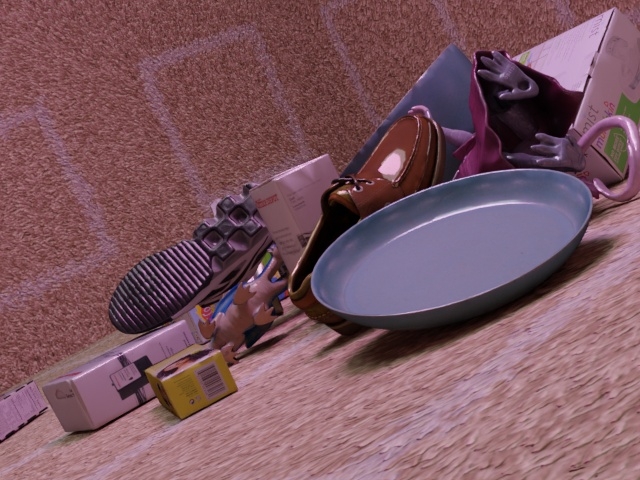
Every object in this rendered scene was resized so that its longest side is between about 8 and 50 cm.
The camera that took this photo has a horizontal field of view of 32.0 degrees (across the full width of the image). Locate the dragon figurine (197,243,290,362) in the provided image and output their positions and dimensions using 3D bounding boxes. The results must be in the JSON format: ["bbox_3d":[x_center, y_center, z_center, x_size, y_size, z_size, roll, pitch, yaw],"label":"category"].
[{"bbox_3d":[-0.119,0.116,1.680,0.289,0.085,0.144,-49,-2,14],"label":"dragon figurine"}]

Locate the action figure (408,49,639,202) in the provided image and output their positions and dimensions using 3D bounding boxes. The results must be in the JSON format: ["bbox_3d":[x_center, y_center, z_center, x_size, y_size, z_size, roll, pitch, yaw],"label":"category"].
[{"bbox_3d":[0.252,-0.101,1.545,0.275,0.248,0.370,9,-28,-2],"label":"action figure"}]

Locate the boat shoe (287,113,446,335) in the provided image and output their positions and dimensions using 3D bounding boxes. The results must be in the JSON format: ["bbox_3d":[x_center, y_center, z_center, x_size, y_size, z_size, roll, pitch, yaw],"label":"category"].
[{"bbox_3d":[0.060,-0.038,1.396,0.110,0.104,0.307,-1,61,55],"label":"boat shoe"}]

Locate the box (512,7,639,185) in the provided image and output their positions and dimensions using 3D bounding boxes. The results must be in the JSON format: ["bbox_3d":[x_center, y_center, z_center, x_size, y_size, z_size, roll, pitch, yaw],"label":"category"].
[{"bbox_3d":[0.364,-0.192,1.696,0.231,0.126,0.262,-22,34,49],"label":"box"}]

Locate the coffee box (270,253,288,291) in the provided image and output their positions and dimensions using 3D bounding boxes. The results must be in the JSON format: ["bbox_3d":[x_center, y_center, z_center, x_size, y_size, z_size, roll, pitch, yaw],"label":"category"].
[{"bbox_3d":[0.027,0.022,1.873,0.168,0.119,0.297,-26,3,-11],"label":"coffee box"}]

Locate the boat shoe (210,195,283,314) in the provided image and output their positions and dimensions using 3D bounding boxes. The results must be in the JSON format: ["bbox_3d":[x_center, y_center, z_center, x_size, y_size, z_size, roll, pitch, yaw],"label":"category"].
[{"bbox_3d":[-0.164,0.033,2.044,0.103,0.113,0.302,-25,44,-2],"label":"boat shoe"}]

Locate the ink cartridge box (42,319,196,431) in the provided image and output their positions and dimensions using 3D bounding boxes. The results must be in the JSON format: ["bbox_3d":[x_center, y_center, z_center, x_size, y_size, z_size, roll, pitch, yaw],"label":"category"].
[{"bbox_3d":[-0.305,0.211,1.730,0.208,0.087,0.153,-27,4,-31],"label":"ink cartridge box"}]

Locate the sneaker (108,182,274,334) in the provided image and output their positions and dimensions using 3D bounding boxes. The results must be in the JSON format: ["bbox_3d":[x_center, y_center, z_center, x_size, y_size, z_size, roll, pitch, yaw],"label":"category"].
[{"bbox_3d":[-0.188,0.057,1.829,0.330,0.122,0.146,-37,-29,-7],"label":"sneaker"}]

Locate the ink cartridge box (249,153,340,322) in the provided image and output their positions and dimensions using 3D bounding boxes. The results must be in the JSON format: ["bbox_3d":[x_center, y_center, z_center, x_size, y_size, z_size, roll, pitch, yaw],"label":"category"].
[{"bbox_3d":[0.000,0.000,1.574,0.092,0.219,0.160,-27,4,-17],"label":"ink cartridge box"}]

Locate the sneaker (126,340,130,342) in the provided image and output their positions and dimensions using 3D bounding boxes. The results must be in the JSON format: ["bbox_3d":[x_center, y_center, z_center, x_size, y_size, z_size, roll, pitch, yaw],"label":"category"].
[{"bbox_3d":[-0.314,0.218,2.054,0.071,0.066,0.188,-10,5,-14],"label":"sneaker"}]

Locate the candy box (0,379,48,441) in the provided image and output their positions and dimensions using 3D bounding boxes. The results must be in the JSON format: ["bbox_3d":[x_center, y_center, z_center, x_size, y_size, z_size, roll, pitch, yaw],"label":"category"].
[{"bbox_3d":[-0.658,0.362,2.177,0.159,0.071,0.233,-26,3,16],"label":"candy box"}]

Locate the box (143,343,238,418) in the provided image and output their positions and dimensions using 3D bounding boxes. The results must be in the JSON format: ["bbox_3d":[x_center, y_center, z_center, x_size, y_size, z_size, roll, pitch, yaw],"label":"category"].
[{"bbox_3d":[-0.175,0.183,1.481,0.087,0.058,0.232,-27,3,-15],"label":"box"}]

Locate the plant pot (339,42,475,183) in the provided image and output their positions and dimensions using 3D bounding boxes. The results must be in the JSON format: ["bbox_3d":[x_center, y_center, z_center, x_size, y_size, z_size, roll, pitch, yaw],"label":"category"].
[{"bbox_3d":[0.197,-0.153,1.860,0.290,0.195,0.290,-49,0,0],"label":"plant pot"}]

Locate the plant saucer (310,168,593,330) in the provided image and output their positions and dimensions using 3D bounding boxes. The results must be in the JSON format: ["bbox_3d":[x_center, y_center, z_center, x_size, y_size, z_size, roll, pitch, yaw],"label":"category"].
[{"bbox_3d":[0.144,0.012,1.219,0.317,0.044,0.318,-19,22,8],"label":"plant saucer"}]

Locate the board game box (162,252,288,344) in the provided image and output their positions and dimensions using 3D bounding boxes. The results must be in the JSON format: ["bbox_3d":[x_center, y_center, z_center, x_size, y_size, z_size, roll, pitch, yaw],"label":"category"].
[{"bbox_3d":[-0.180,0.088,2.194,0.275,0.144,0.142,-29,5,-33],"label":"board game box"}]
